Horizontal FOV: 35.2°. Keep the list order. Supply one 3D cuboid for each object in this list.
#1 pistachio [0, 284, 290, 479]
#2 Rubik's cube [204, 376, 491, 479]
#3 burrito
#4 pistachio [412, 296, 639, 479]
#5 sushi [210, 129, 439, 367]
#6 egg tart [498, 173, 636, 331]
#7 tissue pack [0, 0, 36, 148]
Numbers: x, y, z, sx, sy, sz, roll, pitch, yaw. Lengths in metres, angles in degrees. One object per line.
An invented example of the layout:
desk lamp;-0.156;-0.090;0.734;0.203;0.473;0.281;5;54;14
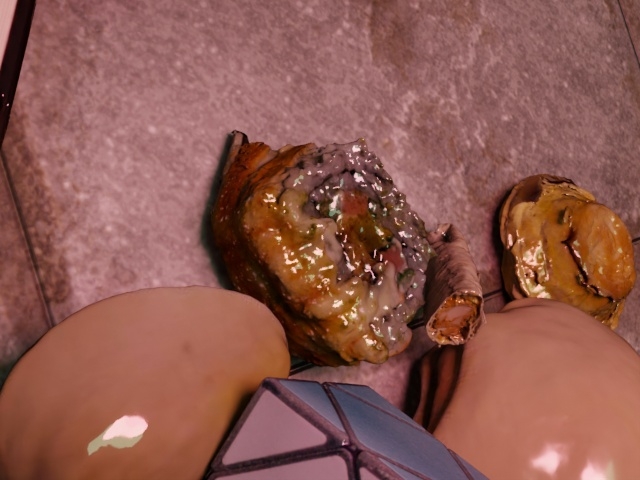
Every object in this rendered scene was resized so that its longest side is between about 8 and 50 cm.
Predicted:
pistachio;-0.161;0.139;0.878;0.288;0.166;0.197;-33;108;-38
Rubik's cube;0.020;0.259;0.873;0.207;0.205;0.205;-58;151;5
burrito;0.143;0.045;1.106;0.060;0.226;0.087;15;112;-4
pistachio;0.243;0.277;1.077;0.365;0.281;0.446;5;62;-21
sushi;0.000;0.000;1.043;0.184;0.139;0.274;-43;107;-36
egg tart;0.327;0.020;1.290;0.241;0.106;0.241;13;67;-34
tissue pack;-0.345;-0.155;0.805;0.198;0.210;0.370;18;68;-26
